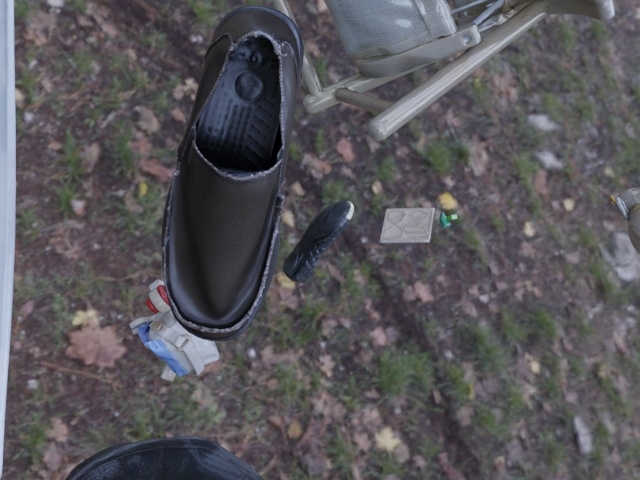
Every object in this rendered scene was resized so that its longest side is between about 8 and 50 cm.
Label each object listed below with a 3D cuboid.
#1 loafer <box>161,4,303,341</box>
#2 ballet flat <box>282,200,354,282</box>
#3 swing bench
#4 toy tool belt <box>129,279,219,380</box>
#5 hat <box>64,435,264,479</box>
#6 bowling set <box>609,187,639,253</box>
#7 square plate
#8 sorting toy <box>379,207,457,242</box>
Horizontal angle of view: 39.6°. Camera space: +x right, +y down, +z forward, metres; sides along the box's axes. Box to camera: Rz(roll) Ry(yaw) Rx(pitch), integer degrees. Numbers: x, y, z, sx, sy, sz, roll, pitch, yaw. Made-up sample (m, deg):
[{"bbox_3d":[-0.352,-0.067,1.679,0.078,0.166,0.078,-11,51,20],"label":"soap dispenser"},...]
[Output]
[{"bbox_3d":[-0.061,-0.038,0.557,0.078,0.080,0.220,-88,-174,-79],"label":"loafer"},{"bbox_3d":[0.000,0.000,1.513,0.049,0.173,0.057,26,22,-40],"label":"ballet flat"},{"bbox_3d":[0.077,-0.260,0.740,0.165,0.255,0.253,37,-26,60],"label":"swing bench"},{"bbox_3d":[-0.118,0.074,0.675,0.083,0.051,0.052,55,1,-42],"label":"toy tool belt"},{"bbox_3d":[-0.224,0.337,1.055,0.331,0.331,0.134,33,3,-41],"label":"hat"},{"bbox_3d":[0.469,-0.040,0.900,0.287,0.200,0.154,24,22,-2],"label":"bowling set"},{"bbox_3d":[-0.288,-0.008,0.702,0.049,0.344,0.347,3,84,-27],"label":"square plate"},{"bbox_3d":[0.112,-0.016,1.009,0.062,0.083,0.012,-73,156,-46],"label":"sorting toy"}]
